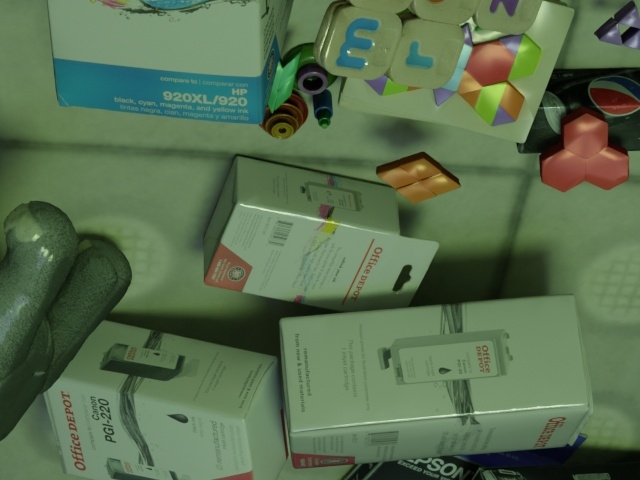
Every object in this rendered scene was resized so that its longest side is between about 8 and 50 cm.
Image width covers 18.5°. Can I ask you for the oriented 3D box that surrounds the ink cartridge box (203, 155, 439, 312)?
[{"bbox_3d":[0.000,0.000,1.834,0.198,0.067,0.115,12,133,-15],"label":"ink cartridge box"}]

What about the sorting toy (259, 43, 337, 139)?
[{"bbox_3d":[-0.016,-0.122,1.730,0.061,0.042,0.102,21,129,-23],"label":"sorting toy"}]

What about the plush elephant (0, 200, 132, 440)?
[{"bbox_3d":[-0.367,0.067,1.769,0.255,0.272,0.330,33,94,12],"label":"plush elephant"}]

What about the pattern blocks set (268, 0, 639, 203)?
[{"bbox_3d":[0.113,-0.157,1.670,0.325,0.026,0.285,1,120,0],"label":"pattern blocks set"}]

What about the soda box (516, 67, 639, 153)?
[{"bbox_3d":[0.258,-0.116,1.752,0.169,0.053,0.060,-2,134,-4],"label":"soda box"}]

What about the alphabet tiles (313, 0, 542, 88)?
[{"bbox_3d":[0.091,-0.256,1.522,0.278,0.021,0.284,3,114,-41],"label":"alphabet tiles"}]

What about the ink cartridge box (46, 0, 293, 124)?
[{"bbox_3d":[-0.112,-0.236,1.501,0.168,0.171,0.232,7,136,6],"label":"ink cartridge box"}]

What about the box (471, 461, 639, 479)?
[{"bbox_3d":[0.268,0.342,2.135,0.308,0.076,0.242,0,137,-26],"label":"box"}]

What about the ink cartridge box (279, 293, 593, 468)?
[{"bbox_3d":[0.106,0.140,1.895,0.283,0.117,0.207,-5,164,-1],"label":"ink cartridge box"}]

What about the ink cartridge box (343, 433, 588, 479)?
[{"bbox_3d":[0.151,0.255,2.113,0.206,0.045,0.208,21,127,-24],"label":"ink cartridge box"}]

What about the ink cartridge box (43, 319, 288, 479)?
[{"bbox_3d":[-0.152,0.171,1.922,0.218,0.092,0.158,12,137,17],"label":"ink cartridge box"}]
